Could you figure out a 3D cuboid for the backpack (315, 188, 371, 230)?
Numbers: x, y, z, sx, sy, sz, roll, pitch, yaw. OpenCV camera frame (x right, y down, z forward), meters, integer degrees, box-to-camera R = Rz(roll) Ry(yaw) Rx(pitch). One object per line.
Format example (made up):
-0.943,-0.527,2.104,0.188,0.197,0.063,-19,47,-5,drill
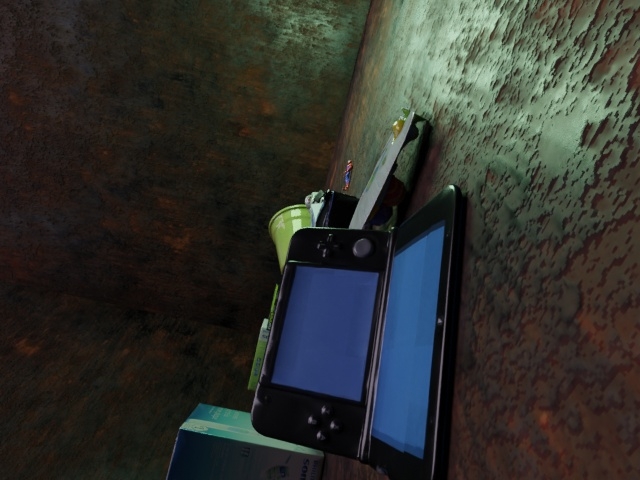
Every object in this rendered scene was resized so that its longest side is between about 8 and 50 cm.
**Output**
0.040,-0.012,0.939,0.173,0.116,0.159,117,165,-72,backpack

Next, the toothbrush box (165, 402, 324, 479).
-0.154,0.467,0.891,0.216,0.295,0.126,118,165,-79,toothbrush box

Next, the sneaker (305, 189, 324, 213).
0.010,-0.128,1.583,0.330,0.146,0.123,-142,67,-84,sneaker

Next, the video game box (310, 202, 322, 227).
0.000,0.000,1.446,0.205,0.048,0.187,-105,10,-54,video game box

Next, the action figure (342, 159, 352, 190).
0.099,-0.242,1.502,0.038,0.030,0.115,98,-175,-74,action figure

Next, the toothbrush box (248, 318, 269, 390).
-0.179,0.508,1.772,0.122,0.205,0.284,-103,26,-83,toothbrush box

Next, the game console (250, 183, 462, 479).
0.027,0.095,0.477,0.173,0.249,0.294,51,-134,-60,game console

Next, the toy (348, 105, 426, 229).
0.109,-0.090,0.659,0.137,0.056,0.238,-77,6,-67,toy

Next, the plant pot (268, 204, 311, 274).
-0.081,0.035,1.734,0.276,0.275,0.254,107,164,-44,plant pot

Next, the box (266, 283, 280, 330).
-0.112,0.288,1.663,0.045,0.183,0.191,115,166,-78,box
